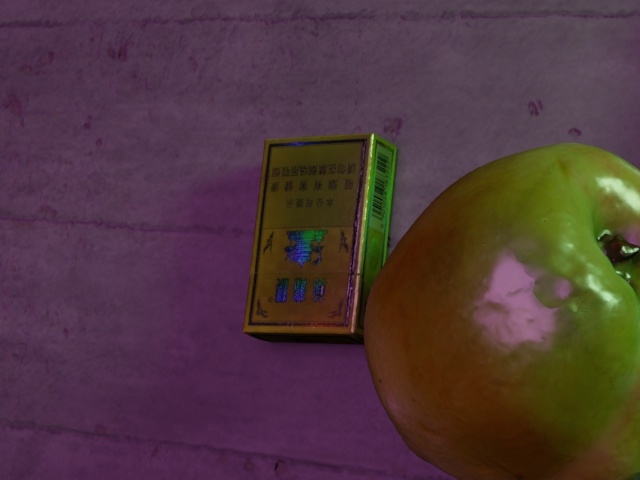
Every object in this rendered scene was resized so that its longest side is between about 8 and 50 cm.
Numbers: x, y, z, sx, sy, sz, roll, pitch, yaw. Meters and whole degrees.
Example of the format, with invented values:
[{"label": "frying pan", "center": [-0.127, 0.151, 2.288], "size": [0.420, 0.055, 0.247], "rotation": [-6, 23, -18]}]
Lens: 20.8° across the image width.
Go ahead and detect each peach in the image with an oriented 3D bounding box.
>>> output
[{"label": "peach", "center": [0.192, 0.074, 1.596], "size": [0.315, 0.281, 0.314], "rotation": [-26, 48, 48]}]

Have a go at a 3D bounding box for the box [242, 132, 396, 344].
[{"label": "box", "center": [0.000, 0.000, 1.871], "size": [0.141, 0.064, 0.220], "rotation": [-2, 74, 30]}]
